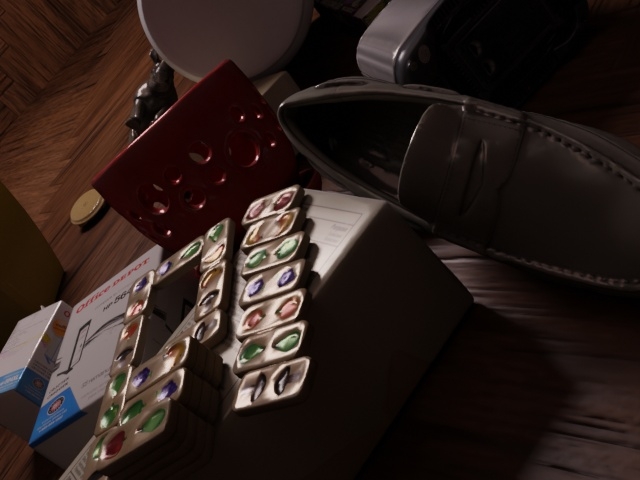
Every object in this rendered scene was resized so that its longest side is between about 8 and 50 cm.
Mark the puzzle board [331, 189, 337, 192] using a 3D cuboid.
[{"bbox_3d":[0.000,0.000,0.780,0.096,0.011,0.128,-44,29,1],"label":"puzzle board"}]

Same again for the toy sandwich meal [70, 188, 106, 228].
[{"bbox_3d":[-0.393,-0.055,1.338,0.086,0.029,0.085,-22,44,23],"label":"toy sandwich meal"}]

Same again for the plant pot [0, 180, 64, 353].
[{"bbox_3d":[-0.513,0.064,1.170,0.212,0.187,0.212,-36,30,17],"label":"plant pot"}]

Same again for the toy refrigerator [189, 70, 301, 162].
[{"bbox_3d":[-0.128,-0.133,1.036,0.269,0.094,0.102,-3,42,49],"label":"toy refrigerator"}]

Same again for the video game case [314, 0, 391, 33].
[{"bbox_3d":[0.103,-0.390,1.120,0.210,0.042,0.232,-43,29,2],"label":"video game case"}]

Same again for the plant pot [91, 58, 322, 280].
[{"bbox_3d":[-0.110,-0.061,0.808,0.191,0.174,0.191,-37,15,12],"label":"plant pot"}]

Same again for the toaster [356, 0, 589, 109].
[{"bbox_3d":[0.139,-0.199,0.741,0.227,0.129,0.146,-47,27,-2],"label":"toaster"}]

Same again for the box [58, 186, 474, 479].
[{"bbox_3d":[-0.044,0.117,0.570,0.311,0.121,0.148,-52,29,-13],"label":"box"}]

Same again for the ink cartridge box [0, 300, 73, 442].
[{"bbox_3d":[-0.313,0.146,0.907,0.090,0.092,0.143,-23,36,33],"label":"ink cartridge box"}]

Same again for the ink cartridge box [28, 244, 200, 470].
[{"bbox_3d":[-0.196,0.119,0.798,0.148,0.086,0.203,-34,31,19],"label":"ink cartridge box"}]

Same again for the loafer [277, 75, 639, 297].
[{"bbox_3d":[0.098,-0.043,0.533,0.319,0.111,0.112,24,110,41],"label":"loafer"}]

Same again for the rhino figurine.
[{"bbox_3d":[-0.266,-0.215,1.250,0.243,0.073,0.106,118,168,-49],"label":"rhino figurine"}]

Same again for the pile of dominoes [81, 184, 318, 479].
[{"bbox_3d":[-0.093,0.053,0.547,0.196,0.040,0.251,-34,31,20],"label":"pile of dominoes"}]

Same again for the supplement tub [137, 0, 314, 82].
[{"bbox_3d":[-0.128,-0.343,1.101,0.235,0.235,0.325,-39,16,9],"label":"supplement tub"}]
